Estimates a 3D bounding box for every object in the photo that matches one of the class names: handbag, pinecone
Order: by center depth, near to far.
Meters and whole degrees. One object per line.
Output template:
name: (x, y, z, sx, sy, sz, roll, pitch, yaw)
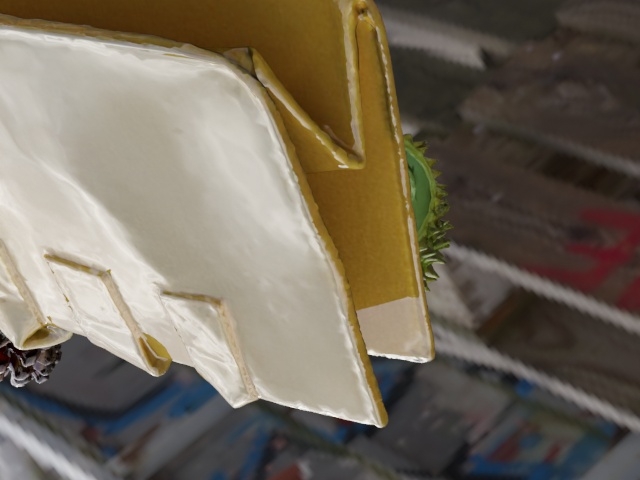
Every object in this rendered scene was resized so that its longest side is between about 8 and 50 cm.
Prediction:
handbag: (-0.134, -0.044, 1.020, 0.401, 0.133, 0.283, 11, 132, 31)
pinecone: (-0.281, 0.082, 1.571, 0.102, 0.102, 0.109, 39, 178, 28)

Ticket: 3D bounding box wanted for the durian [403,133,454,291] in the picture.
durian: (-0.004, 0.001, 1.518, 0.176, 0.236, 0.200, 114, 135, -72)
